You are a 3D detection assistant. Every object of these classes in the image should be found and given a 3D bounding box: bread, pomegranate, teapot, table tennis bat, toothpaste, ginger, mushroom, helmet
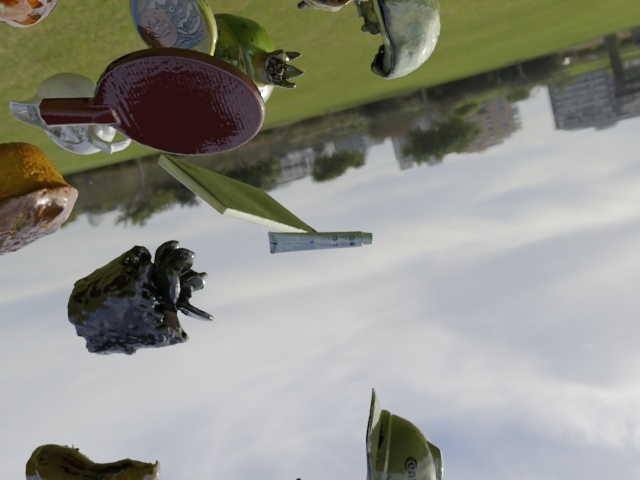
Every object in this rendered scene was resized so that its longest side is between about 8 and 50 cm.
[{"bbox_3d":[-0.611,-0.062,1.411,0.312,0.172,0.312,-26,180,0],"label":"bread"},{"bbox_3d":[-0.200,-0.433,1.906,0.340,0.260,0.260,12,-161,26],"label":"pomegranate"},{"bbox_3d":[-0.579,-0.294,1.815,0.298,0.204,0.139,17,-143,11],"label":"teapot"},{"bbox_3d":[-0.297,-0.440,1.730,0.224,0.369,0.054,-21,-158,41],"label":"table tennis bat"},{"bbox_3d":[0.000,0.000,1.587,0.218,0.052,0.033,-3,-157,4],"label":"toothpaste"},{"bbox_3d":[-0.472,0.464,1.513,0.309,0.107,0.133,5,-163,16],"label":"ginger"},{"bbox_3d":[-0.304,-0.239,1.373,0.414,0.051,0.268,-1,148,10],"label":"table tennis bat"},{"bbox_3d":[0.185,-0.508,1.705,0.164,0.267,0.189,-18,-168,-11],"label":"mushroom"},{"bbox_3d":[0.146,0.393,1.333,0.137,0.257,0.204,5,-153,6],"label":"helmet"}]

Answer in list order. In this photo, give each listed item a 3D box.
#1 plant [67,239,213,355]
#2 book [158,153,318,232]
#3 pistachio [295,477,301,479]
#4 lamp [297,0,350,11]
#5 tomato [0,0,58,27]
[{"bbox_3d":[-0.355,0.113,1.534,0.276,0.199,0.188,-20,-151,17],"label":"plant"},{"bbox_3d":[-0.190,-0.098,1.862,0.264,0.031,0.379,38,-168,32],"label":"book"},{"bbox_3d":[-0.081,0.563,1.554,0.173,0.049,0.089,-51,-149,-3],"label":"pistachio"},{"bbox_3d":[0.013,-0.359,0.988,0.118,0.118,0.253,-17,-161,-17],"label":"lamp"},{"bbox_3d":[-0.632,-0.558,1.493,0.222,0.270,0.270,-56,180,11],"label":"tomato"}]
